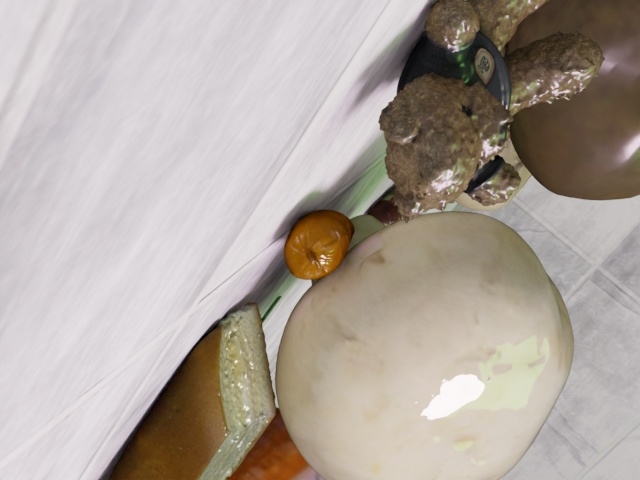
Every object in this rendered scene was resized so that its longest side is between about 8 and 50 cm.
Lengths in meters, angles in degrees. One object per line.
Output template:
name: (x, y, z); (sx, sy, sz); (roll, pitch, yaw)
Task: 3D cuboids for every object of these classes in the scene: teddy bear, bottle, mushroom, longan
teddy bear: (0.118, -0.116, 0.934); (0.129, 0.182, 0.251); (-3, -146, 46)
bottle: (0.090, -0.039, 1.500); (0.101, 0.047, 0.063); (-35, 128, -50)
mushroom: (0.079, 0.090, 1.211); (0.314, 0.314, 0.336); (-51, -144, 8)
longan: (0.327, -0.200, 1.214); (0.350, 0.288, 0.288); (-52, 173, 22)

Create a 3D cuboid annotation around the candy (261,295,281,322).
candy: (-0.077, 0.111, 1.309); (0.123, 0.035, 0.035); (-58, 164, -16)

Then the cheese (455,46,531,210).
cheese: (0.234, -0.158, 1.434); (0.266, 0.127, 0.233); (-51, 171, -16)

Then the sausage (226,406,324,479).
sausage: (-0.117, 0.338, 1.261); (0.287, 0.233, 0.233); (-39, 169, -26)

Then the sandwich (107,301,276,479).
sandwich: (-0.119, 0.181, 1.141); (0.258, 0.096, 0.094); (-56, 166, 27)

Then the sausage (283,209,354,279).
sausage: (0.000, 0.000, 1.067); (0.062, 0.054, 0.183); (-24, -176, 9)
